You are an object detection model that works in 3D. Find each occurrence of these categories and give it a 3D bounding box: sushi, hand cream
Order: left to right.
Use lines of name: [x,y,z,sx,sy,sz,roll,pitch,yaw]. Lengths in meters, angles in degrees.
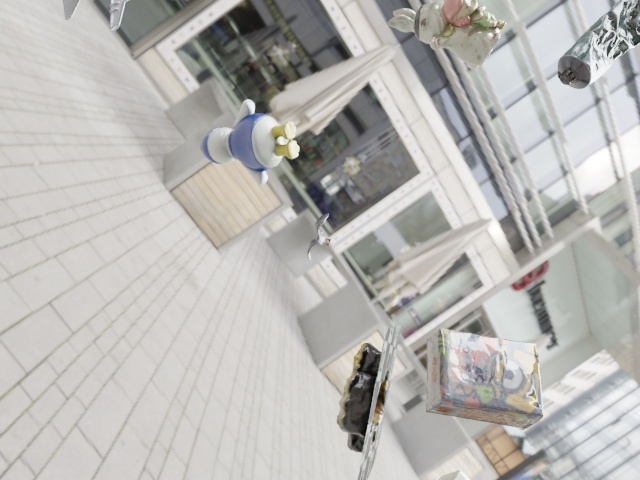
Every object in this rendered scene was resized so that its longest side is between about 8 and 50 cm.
sushi: [0.046,0.179,0.703,0.040,0.193,0.210,11,-1,12]
hand cream: [0.406,-0.279,0.841,0.075,0.248,0.052,57,-11,-20]

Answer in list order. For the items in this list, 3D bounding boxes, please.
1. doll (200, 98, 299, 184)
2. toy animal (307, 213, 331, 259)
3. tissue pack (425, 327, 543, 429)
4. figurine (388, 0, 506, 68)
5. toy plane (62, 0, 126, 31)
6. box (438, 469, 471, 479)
doll: [-0.089,-0.112,0.744,0.057,0.143,0.099,-28,112,-50]
toy animal: [0.001,0.000,1.030,0.028,0.084,0.050,12,16,-28]
tissue pack: [0.220,0.188,0.870,0.060,0.148,0.109,116,-18,-56]
figurine: [0.180,-0.313,0.893,0.146,0.098,0.081,29,32,-2]
toy plane: [-0.313,-0.394,0.931,0.162,0.171,0.065,59,4,4]
box: [0.260,0.513,1.000,0.259,0.168,0.071,45,-36,3]
